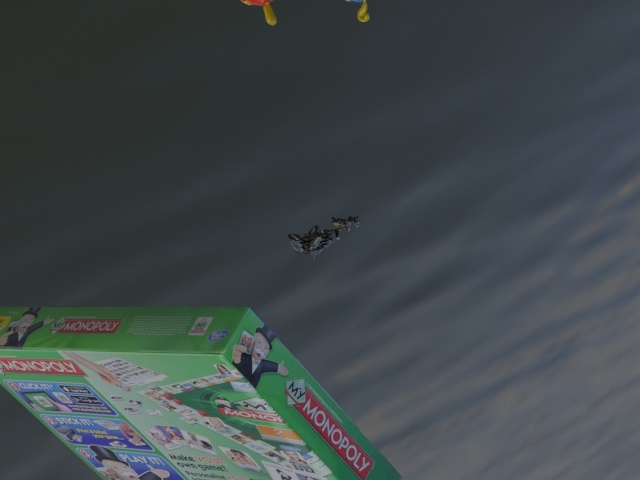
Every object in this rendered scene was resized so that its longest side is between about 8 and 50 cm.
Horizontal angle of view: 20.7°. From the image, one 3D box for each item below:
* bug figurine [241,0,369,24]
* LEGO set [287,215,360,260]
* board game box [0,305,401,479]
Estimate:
[{"bbox_3d":[-0.006,-0.290,1.465,0.279,0.072,0.216,-16,109,-63],"label":"bug figurine"},{"bbox_3d":[0.003,0.000,1.510,0.083,0.023,0.054,-17,-167,-33],"label":"LEGO set"},{"bbox_3d":[-0.115,0.134,1.381,0.213,0.317,0.046,51,55,-33],"label":"board game box"}]
